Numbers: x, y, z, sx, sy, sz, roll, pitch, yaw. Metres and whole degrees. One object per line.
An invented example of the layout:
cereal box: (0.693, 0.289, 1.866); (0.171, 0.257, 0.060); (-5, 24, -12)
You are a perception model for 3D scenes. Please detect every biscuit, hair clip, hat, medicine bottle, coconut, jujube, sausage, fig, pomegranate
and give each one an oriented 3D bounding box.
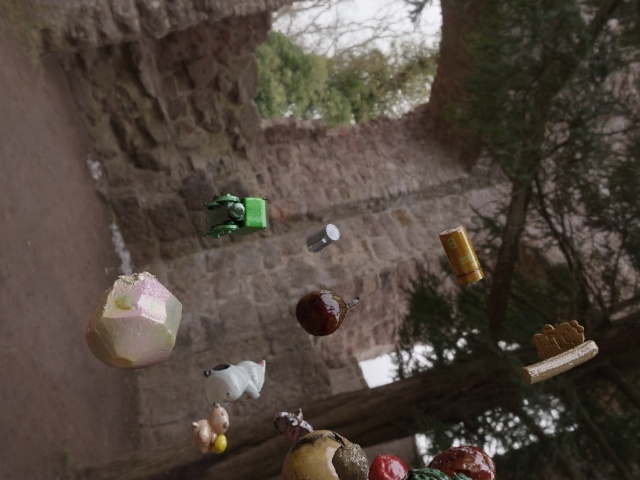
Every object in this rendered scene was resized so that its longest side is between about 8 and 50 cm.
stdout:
biscuit: (0.856, 0.363, 2.192); (0.027, 0.184, 0.133); (-1, 78, -56)
hair clip: (-0.095, 0.672, 2.225); (0.173, 0.069, 0.300); (31, -28, 12)
hat: (0.270, 0.699, 1.640); (0.332, 0.274, 0.242); (42, -36, 24)
medicine bottle: (0.488, 0.052, 2.123); (0.096, 0.096, 0.191); (179, -111, -80)
coconut: (-0.481, 0.219, 1.571); (0.245, 0.233, 0.233); (-92, 175, -56)
jujube: (0.439, 0.789, 1.997); (0.197, 0.290, 0.197); (36, 27, -22)
sausage: (0.798, 0.404, 2.031); (0.066, 0.302, 0.065); (164, -90, -73)
fig: (0.039, 0.252, 2.433); (0.191, 0.290, 0.190); (32, -37, 29)
pomegranate: (0.014, 0.806, 2.077); (0.322, 0.323, 0.321); (166, -90, -80)

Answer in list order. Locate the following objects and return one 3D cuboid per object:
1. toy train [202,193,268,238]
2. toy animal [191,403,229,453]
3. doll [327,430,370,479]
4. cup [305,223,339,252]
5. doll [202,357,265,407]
toy train: (-0.289, -0.079, 2.077); (0.243, 0.188, 0.132); (-15, -103, 60)
toy animal: (-0.254, 0.436, 1.387); (0.114, 0.082, 0.091); (-68, -152, 26)
doll: (0.093, 0.665, 1.820); (0.221, 0.105, 0.115); (70, 22, -6)
cup: (0.000, 0.000, 2.169); (0.116, 0.104, 0.074); (-29, -79, 43)
doll: (-0.213, 0.362, 1.550); (0.181, 0.110, 0.106); (10, 47, -56)
